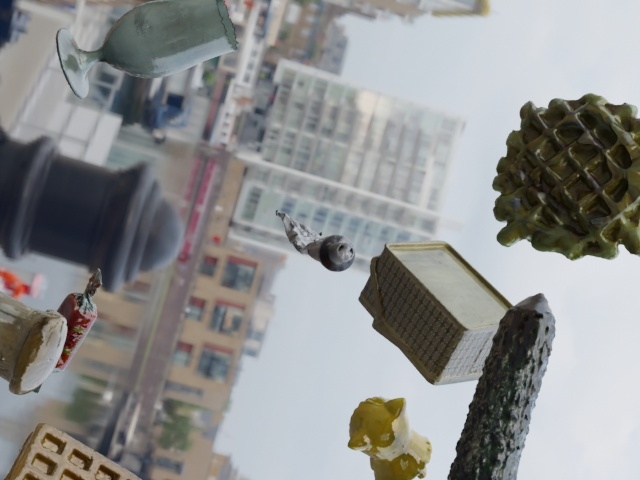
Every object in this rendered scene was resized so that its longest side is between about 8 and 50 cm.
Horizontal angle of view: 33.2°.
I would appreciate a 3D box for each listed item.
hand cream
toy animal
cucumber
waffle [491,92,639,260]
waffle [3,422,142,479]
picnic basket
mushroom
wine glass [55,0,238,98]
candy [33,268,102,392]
[{"bbox_3d":[-0.002,0.004,1.527,0.050,0.084,0.257,-65,-160,2],"label":"hand cream"},{"bbox_3d":[0.148,0.425,2.217,0.229,0.156,0.156,55,20,-33],"label":"toy animal"},{"bbox_3d":[0.246,0.237,1.445,0.096,0.096,0.359,146,-36,-81],"label":"cucumber"},{"bbox_3d":[0.313,-0.084,1.323,0.054,0.204,0.223,43,58,-57],"label":"waffle"},{"bbox_3d":[-0.441,0.510,2.007,0.098,0.328,0.224,-45,-163,40],"label":"waffle"},{"bbox_3d":[0.255,0.154,2.343,0.313,0.228,0.175,48,-55,36],"label":"picnic basket"},{"bbox_3d":[-0.536,0.089,1.388,0.137,0.408,0.154,113,-2,-46],"label":"mushroom"},{"bbox_3d":[-0.204,-0.237,1.284,0.093,0.202,0.092,-14,90,-82],"label":"wine glass"},{"bbox_3d":[-0.499,0.180,2.109,0.292,0.059,0.086,-55,-144,17],"label":"candy"}]
